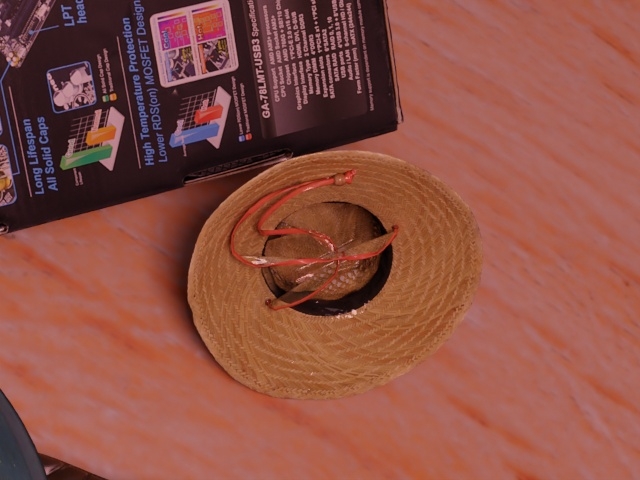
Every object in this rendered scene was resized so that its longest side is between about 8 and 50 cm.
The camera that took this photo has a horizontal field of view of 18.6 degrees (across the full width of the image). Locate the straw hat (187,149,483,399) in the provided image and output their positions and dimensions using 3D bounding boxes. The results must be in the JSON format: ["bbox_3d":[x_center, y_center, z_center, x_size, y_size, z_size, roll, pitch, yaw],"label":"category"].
[{"bbox_3d":[0.000,0.000,0.898,0.144,0.144,0.061,1,35,-20],"label":"straw hat"}]

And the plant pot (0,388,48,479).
[{"bbox_3d":[-0.250,0.104,0.626,0.271,0.255,0.272,-4,71,10],"label":"plant pot"}]

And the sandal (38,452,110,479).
[{"bbox_3d":[-0.074,0.156,0.843,0.219,0.060,0.090,19,64,1],"label":"sandal"}]

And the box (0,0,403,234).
[{"bbox_3d":[-0.127,-0.154,0.810,0.293,0.073,0.295,-16,112,-17],"label":"box"}]
